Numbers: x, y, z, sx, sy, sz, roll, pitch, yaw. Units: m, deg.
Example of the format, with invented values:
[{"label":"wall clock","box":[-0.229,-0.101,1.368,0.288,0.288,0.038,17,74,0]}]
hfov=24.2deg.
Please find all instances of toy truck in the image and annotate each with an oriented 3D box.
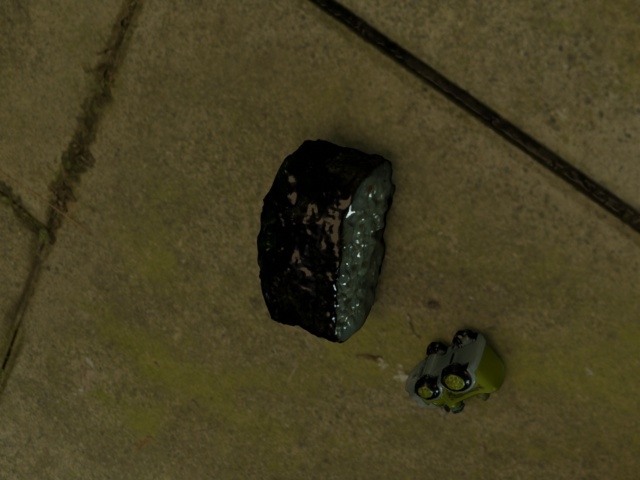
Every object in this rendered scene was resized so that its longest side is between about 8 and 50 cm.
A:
[{"label":"toy truck","box":[0.152,0.157,1.675,0.111,0.076,0.077,-29,114,38]}]

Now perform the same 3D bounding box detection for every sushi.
[{"label":"sushi","box":[0.000,0.000,1.658,0.127,0.124,0.225,20,121,23]}]
